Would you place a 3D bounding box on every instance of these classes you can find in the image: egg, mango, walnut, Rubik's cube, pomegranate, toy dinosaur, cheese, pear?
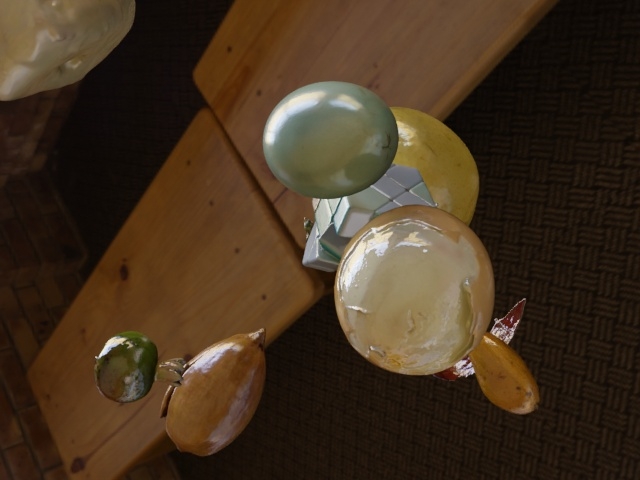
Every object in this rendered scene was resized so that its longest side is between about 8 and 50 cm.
[{"bbox_3d":[0.013,-0.143,0.939,0.231,0.168,0.168,2,100,52],"label":"egg"},{"bbox_3d":[0.428,0.315,1.563,0.227,0.109,0.147,53,157,9],"label":"mango"},{"bbox_3d":[0.121,0.054,0.842,0.201,0.244,0.201,4,112,11],"label":"egg"},{"bbox_3d":[-0.228,0.343,1.527,0.209,0.209,0.336,35,86,32],"label":"walnut"},{"bbox_3d":[0.090,-0.006,1.162,0.265,0.224,0.213,-102,29,-51],"label":"Rubik's cube"},{"bbox_3d":[-0.288,0.205,1.041,0.114,0.142,0.114,-169,90,-79],"label":"pomegranate"},{"bbox_3d":[0.459,0.291,1.879,0.327,0.206,0.113,-21,122,12],"label":"toy dinosaur"},{"bbox_3d":[-0.358,-0.315,0.833,0.174,0.248,0.251,-33,89,25],"label":"cheese"},{"bbox_3d":[0.177,-0.119,1.452,0.348,0.348,0.348,10,106,40],"label":"pear"}]

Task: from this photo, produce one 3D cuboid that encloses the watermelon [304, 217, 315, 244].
[{"bbox_3d":[-0.004,0.012,1.795,0.087,0.163,0.069,35,81,35],"label":"watermelon"}]
